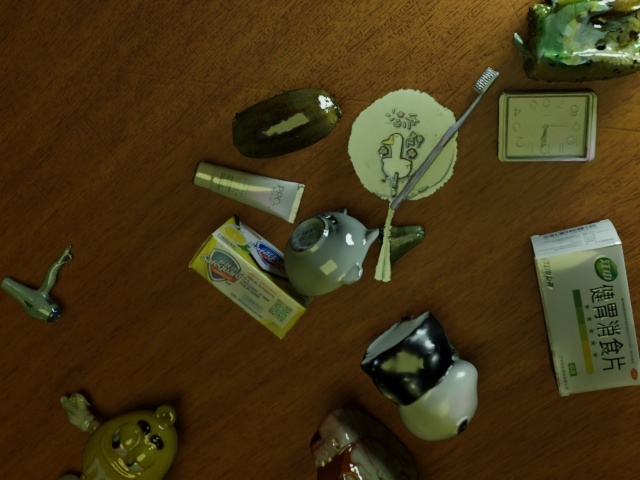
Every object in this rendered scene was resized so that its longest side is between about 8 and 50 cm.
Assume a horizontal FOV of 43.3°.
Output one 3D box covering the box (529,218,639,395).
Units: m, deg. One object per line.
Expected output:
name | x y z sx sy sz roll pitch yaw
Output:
box | 0.551 0.139 1.681 0.173 0.145 0.332 -11 103 12

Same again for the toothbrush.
toothbrush | 0.252 -0.209 1.675 0.029 0.024 0.354 38 101 10

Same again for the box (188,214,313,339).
box | -0.142 0.076 1.787 0.265 0.168 0.097 40 112 0

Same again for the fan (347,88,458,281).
fan | 0.159 -0.116 1.721 0.233 0.012 0.414 12 98 9

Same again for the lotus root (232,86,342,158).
lotus root | -0.076 -0.246 1.701 0.241 0.123 0.124 -17 111 18

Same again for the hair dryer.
hair dryer | -0.696 0.088 1.964 0.167 0.067 0.199 16 98 12

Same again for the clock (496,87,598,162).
clock | 0.456 -0.230 1.628 0.192 0.071 0.147 1 106 10

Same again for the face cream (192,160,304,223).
face cream | -0.163 -0.115 1.795 0.244 0.058 0.092 17 104 -1

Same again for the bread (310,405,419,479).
bread | 0.117 0.540 1.797 0.114 0.327 0.295 -40 136 20

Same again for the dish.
dish | 0.000 0.000 1.706 0.236 0.228 0.086 5 149 44

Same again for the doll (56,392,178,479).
doll | -0.527 0.564 2.018 0.348 0.161 0.423 15 104 21

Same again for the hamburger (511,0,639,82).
hamburger | 0.508 -0.390 1.518 0.288 0.192 0.167 -2 116 12

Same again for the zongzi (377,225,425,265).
zongzi | 0.179 0.024 1.763 0.104 0.052 0.113 -2 99 16

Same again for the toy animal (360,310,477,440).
toy animal | 0.234 0.300 1.767 0.212 0.212 0.266 -37 100 19
